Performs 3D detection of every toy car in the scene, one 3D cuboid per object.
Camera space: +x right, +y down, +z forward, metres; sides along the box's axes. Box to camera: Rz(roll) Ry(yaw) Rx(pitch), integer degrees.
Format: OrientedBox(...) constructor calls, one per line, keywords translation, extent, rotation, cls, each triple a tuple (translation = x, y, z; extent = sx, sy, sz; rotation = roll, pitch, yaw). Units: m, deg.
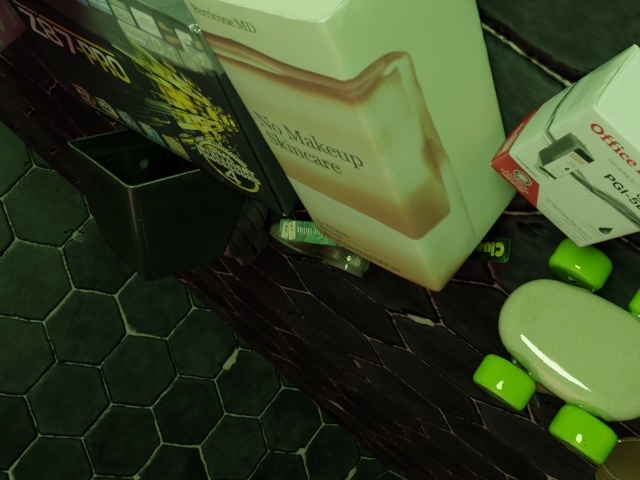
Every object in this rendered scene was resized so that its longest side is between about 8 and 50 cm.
OrientedBox(translation=(0.239, 0.112, 0.692), extent=(0.149, 0.155, 0.188), rotation=(33, 172, 20), cls="toy car")

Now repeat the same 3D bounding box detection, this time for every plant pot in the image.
OrientedBox(translation=(-0.222, -0.054, 1.033), extent=(0.188, 0.187, 0.167), rotation=(30, 129, 42), cls="plant pot")

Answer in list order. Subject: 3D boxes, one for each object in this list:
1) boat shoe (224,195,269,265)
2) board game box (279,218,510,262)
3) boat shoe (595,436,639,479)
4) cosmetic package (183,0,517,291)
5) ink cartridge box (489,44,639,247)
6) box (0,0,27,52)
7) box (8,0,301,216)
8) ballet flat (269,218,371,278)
OrientedBox(translation=(-0.151, -0.031, 1.221), extent=(0.094, 0.109, 0.302), rotation=(39, 167, 8), cls="boat shoe")
OrientedBox(translation=(0.070, -0.003, 0.815), extent=(0.136, 0.030, 0.259), rotation=(6, -179, -29), cls="board game box")
OrientedBox(translation=(0.421, 0.250, 0.744), extent=(0.307, 0.111, 0.104), rotation=(4, 139, 48), cls="boat shoe")
OrientedBox(translation=(0.038, -0.107, 0.562), extent=(0.153, 0.129, 0.296), rotation=(28, 160, 38), cls="cosmetic package")
OrientedBox(translation=(0.192, -0.056, 0.492), extent=(0.099, 0.056, 0.135), rotation=(41, 164, -3), cls="ink cartridge box")
OrientedBox(translation=(-0.498, -0.331, 0.929), extent=(0.213, 0.243, 0.117), rotation=(37, 164, 10), cls="box")
OrientedBox(translation=(-0.195, -0.218, 0.834), extent=(0.394, 0.097, 0.318), rotation=(30, 160, 25), cls="box")
OrientedBox(translation=(0.000, 0.000, 1.080), extent=(0.084, 0.058, 0.250), rotation=(23, 179, -29), cls="ballet flat")
